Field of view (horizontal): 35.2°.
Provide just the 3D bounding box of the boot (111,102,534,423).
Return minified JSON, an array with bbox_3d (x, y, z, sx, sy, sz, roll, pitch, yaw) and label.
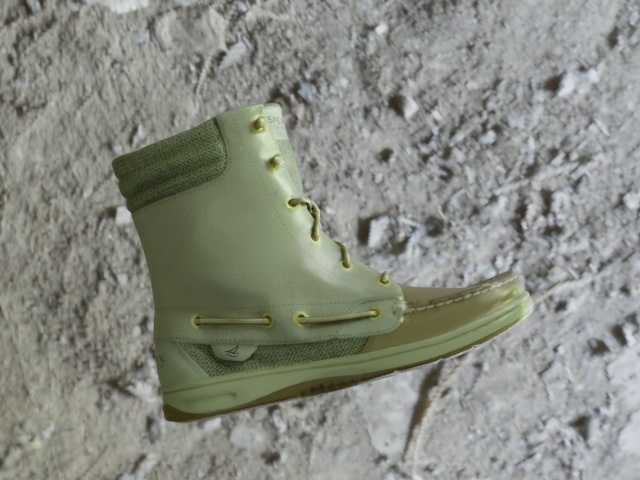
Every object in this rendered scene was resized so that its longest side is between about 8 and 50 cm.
[{"bbox_3d":[0.000,0.000,0.565,0.213,0.077,0.165,-14,83,-2],"label":"boot"}]
